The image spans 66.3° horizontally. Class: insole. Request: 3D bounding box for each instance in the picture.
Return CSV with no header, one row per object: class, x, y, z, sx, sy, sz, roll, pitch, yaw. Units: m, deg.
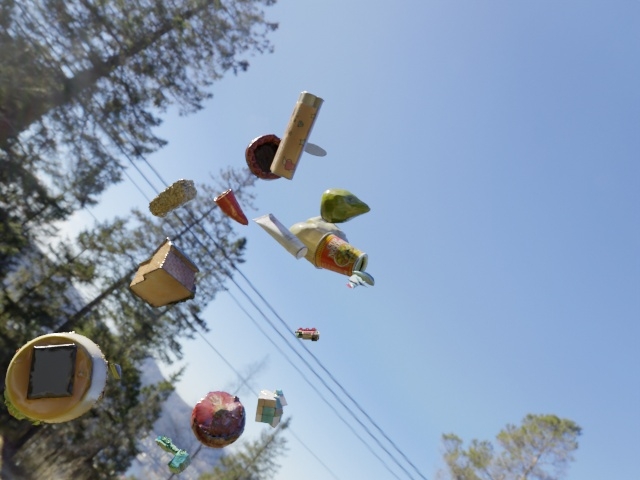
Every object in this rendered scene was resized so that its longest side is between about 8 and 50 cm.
insole,-0.066,-0.395,2.052,0.197,0.065,0.004,21,-37,-2

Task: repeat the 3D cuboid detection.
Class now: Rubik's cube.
Rubik's cube,-0.116,0.404,1.193,0.073,0.084,0.075,7,-71,4

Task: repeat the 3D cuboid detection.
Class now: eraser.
eraser,-0.082,-0.360,1.692,0.087,0.291,0.171,20,10,-15

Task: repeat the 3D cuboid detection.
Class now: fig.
fig,0.091,-0.156,2.248,0.233,0.167,0.167,11,-40,48

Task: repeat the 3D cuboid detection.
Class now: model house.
model house,-0.499,0.100,1.594,0.182,0.172,0.166,-22,-50,24

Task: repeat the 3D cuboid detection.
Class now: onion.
onion,-0.333,0.579,1.566,0.184,0.184,0.147,44,-54,5

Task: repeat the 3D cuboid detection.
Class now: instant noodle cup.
instant noodle cup,0.103,0.087,2.310,0.212,0.193,0.193,24,-31,28

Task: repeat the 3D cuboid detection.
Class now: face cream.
face cream,-0.141,-0.021,1.789,0.243,0.092,0.058,41,-49,30

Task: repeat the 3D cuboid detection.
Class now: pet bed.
pet bed,-0.214,-0.339,2.006,0.201,0.201,0.053,52,-25,-13

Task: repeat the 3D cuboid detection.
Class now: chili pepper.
chili pepper,-0.351,-0.123,2.006,0.169,0.088,0.065,52,17,-23

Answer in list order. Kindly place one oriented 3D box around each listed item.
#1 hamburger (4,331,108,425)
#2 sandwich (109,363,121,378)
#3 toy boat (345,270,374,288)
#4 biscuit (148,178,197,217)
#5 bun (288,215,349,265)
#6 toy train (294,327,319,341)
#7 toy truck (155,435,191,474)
hamburger,-0.814,0.421,1.515,0.179,0.293,0.276,125,-40,-69
sandwich,-0.913,0.576,2.187,0.044,0.030,0.083,-112,-169,-72
toy boat,0.151,0.162,2.000,0.105,0.149,0.034,46,-45,44
biscuit,-0.465,-0.131,1.547,0.082,0.168,0.071,8,57,-63
bun,0.000,0.000,2.651,0.364,0.219,0.365,24,-22,11
toy train,-0.074,0.525,2.733,0.087,0.137,0.050,-110,-156,-71
toy truck,-0.594,0.842,1.930,0.175,0.081,0.067,22,-48,27
